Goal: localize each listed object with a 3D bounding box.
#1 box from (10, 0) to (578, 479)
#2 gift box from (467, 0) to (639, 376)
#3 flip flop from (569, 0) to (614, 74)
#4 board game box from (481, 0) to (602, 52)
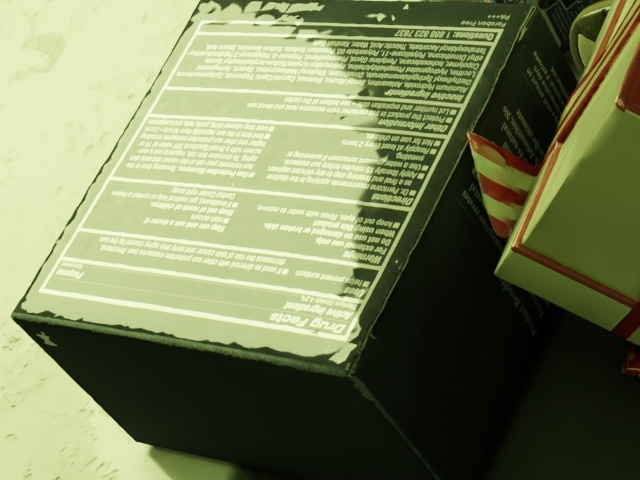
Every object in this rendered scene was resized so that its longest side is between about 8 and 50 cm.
[{"bbox_3d":[0.000,0.000,1.265,0.296,0.182,0.294,7,57,38],"label":"box"},{"bbox_3d":[0.250,-0.072,1.085,0.276,0.258,0.255,30,64,4],"label":"gift box"},{"bbox_3d":[0.311,-0.152,1.267,0.277,0.112,0.080,-13,31,20],"label":"flip flop"},{"bbox_3d":[0.165,-0.233,1.349,0.136,0.201,0.035,-37,43,-2],"label":"board game box"}]
